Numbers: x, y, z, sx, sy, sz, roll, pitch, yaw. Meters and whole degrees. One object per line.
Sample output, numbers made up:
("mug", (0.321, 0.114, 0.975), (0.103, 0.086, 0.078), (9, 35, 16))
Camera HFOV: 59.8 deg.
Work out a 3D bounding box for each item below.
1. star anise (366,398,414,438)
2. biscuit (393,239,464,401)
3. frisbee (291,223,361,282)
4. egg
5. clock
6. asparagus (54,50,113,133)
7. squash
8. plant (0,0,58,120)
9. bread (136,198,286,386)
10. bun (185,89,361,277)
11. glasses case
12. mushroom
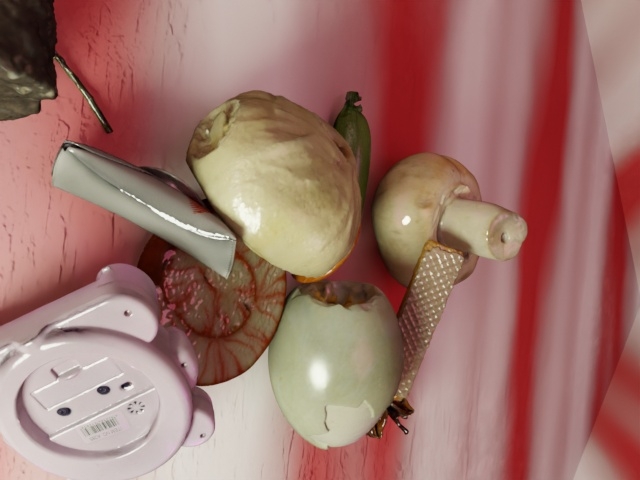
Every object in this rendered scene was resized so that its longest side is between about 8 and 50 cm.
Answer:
("star anise", (0.121, 0.363, 1.353), (0.190, 0.126, 0.220), (10, 73, -34))
("biscuit", (0.211, 0.185, 1.247), (0.054, 0.094, 0.378), (-64, 175, -84))
("frisbee", (0.000, 0.000, 1.149), (0.035, 0.192, 0.192), (42, 65, -33))
("egg", (0.032, 0.255, 1.143), (0.278, 0.278, 0.335), (-6, 100, -45))
("clock", (-0.325, 0.220, 0.816), (0.296, 0.113, 0.322), (-26, 122, -2))
("asparagus", (-0.377, -0.240, 0.873), (0.016, 0.016, 0.162), (-38, 122, -15))
("squash", (0.060, -0.150, 1.263), (0.101, 0.101, 0.378), (10, 85, -45))
("plant", (-0.441, -0.311, 0.668), (0.215, 0.213, 0.312), (1, 83, -43))
("bread", (-0.201, 0.097, 1.011), (0.295, 0.114, 0.327), (36, 67, -40))
("bun", (-0.047, -0.117, 0.970), (0.364, 0.202, 0.364), (43, 20, -21))
("glasses case", (-0.251, -0.060, 0.843), (0.308, 0.128, 0.083), (30, 61, -8))
("mushroom", (0.277, -0.037, 1.367), (0.325, 0.353, 0.352), (9, 87, -12))
